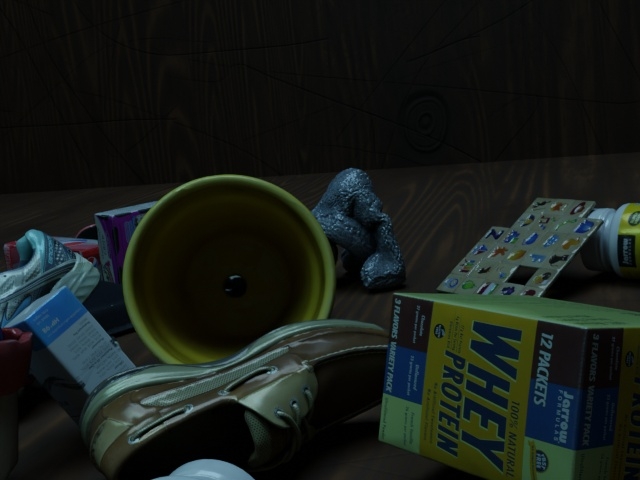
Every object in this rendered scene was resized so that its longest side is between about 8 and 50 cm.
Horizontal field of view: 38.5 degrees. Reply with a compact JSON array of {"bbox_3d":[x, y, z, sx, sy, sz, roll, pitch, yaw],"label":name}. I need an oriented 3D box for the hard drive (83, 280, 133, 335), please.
[{"bbox_3d":[-0.395,0.110,1.479,0.172,0.054,0.255,-16,15,-40],"label":"hard drive"}]

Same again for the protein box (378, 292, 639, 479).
[{"bbox_3d":[0.194,0.125,0.792,0.200,0.135,0.201,4,2,-40],"label":"protein box"}]

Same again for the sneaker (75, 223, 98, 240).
[{"bbox_3d":[-0.364,-0.020,1.965,0.314,0.115,0.136,-7,10,-4],"label":"sneaker"}]

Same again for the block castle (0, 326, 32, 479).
[{"bbox_3d":[-0.516,0.142,0.794,0.454,0.212,0.303,1,4,5],"label":"block castle"}]

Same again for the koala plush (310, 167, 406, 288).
[{"bbox_3d":[0.000,0.000,1.550,0.221,0.203,0.196,-20,13,-7],"label":"koala plush"}]

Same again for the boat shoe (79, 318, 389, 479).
[{"bbox_3d":[-0.062,0.172,0.886,0.324,0.122,0.120,-14,28,-16],"label":"boat shoe"}]

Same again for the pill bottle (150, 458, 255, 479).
[{"bbox_3d":[-0.102,0.226,0.579,0.121,0.121,0.216,-3,11,14],"label":"pill bottle"}]

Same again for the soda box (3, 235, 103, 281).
[{"bbox_3d":[-0.513,0.042,1.810,0.263,0.083,0.092,4,15,39],"label":"soda box"}]

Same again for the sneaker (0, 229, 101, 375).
[{"bbox_3d":[-0.399,0.103,1.128,0.110,0.122,0.283,-24,28,42],"label":"sneaker"}]

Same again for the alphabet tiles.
[{"bbox_3d":[0.319,0.012,1.430,0.237,0.009,0.198,-44,28,-23],"label":"alphabet tiles"}]

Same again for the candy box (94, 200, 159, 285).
[{"bbox_3d":[-0.285,0.008,1.669,0.233,0.159,0.071,-14,15,-40],"label":"candy box"}]

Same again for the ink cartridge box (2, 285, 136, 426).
[{"bbox_3d":[-0.252,0.142,0.980,0.060,0.180,0.104,-46,14,-34],"label":"ink cartridge box"}]

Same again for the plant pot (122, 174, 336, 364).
[{"bbox_3d":[-0.112,0.056,1.192,0.254,0.253,0.239,-7,-5,-3],"label":"plant pot"}]

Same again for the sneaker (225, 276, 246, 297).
[{"bbox_3d":[-0.130,0.096,1.381,0.279,0.107,0.118,-2,-7,5],"label":"sneaker"}]

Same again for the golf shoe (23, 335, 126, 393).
[{"bbox_3d":[-0.314,0.151,1.159,0.186,0.085,0.067,-1,13,31],"label":"golf shoe"}]

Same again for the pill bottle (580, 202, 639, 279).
[{"bbox_3d":[0.511,0.003,1.390,0.209,0.119,0.119,2,14,37],"label":"pill bottle"}]
